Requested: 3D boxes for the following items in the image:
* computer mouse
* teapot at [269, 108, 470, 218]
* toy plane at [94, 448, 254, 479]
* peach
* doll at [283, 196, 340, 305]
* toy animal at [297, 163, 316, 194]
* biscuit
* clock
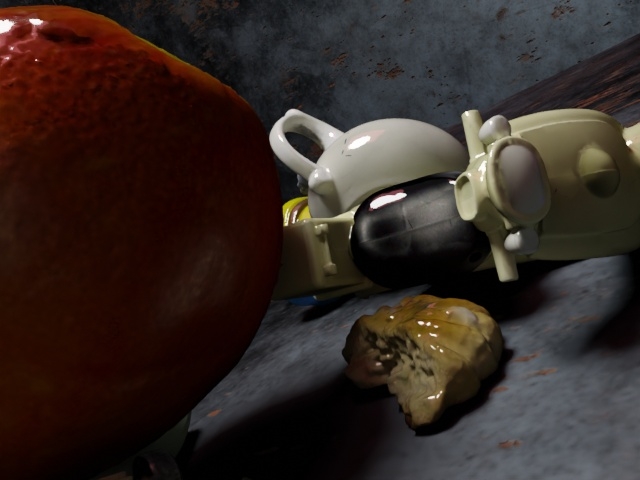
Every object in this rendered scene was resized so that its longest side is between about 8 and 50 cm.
[{"bbox_3d":[-0.177,0.207,0.627,0.089,0.056,0.182,-23,2,7],"label":"computer mouse"},{"bbox_3d":[0.076,-0.069,0.796,0.208,0.300,0.165,-48,16,47],"label":"teapot"},{"bbox_3d":[-0.108,0.180,0.360,0.242,0.104,0.256,-1,-9,-41],"label":"toy plane"},{"bbox_3d":[-0.204,0.011,0.494,0.290,0.372,0.373,30,46,28],"label":"peach"},{"bbox_3d":[0.000,0.000,0.997,0.199,0.145,0.363,-40,11,5],"label":"doll"},{"bbox_3d":[0.165,-0.102,1.085,0.367,0.081,0.206,-1,-4,17],"label":"toy animal"},{"bbox_3d":[0.078,0.080,0.521,0.118,0.061,0.183,-30,7,-16],"label":"biscuit"},{"bbox_3d":[0.147,-0.019,0.553,0.277,0.120,0.379,-4,-13,-43],"label":"clock"}]
